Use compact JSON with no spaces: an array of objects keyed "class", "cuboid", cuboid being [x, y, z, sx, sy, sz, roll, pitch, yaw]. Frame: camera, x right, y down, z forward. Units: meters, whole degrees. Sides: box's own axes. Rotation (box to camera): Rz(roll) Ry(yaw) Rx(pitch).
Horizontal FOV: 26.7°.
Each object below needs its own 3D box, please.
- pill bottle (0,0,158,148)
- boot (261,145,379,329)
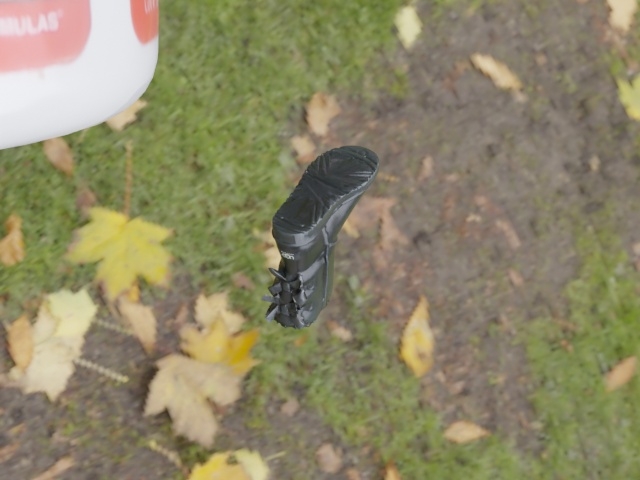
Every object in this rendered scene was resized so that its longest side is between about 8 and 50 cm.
[{"class":"pill bottle","cuboid":[-0.157,-0.213,0.382,0.210,0.210,0.362,-16,111,-45]},{"class":"boot","cuboid":[0.001,0.000,0.969,0.045,0.099,0.121,22,47,21]}]
